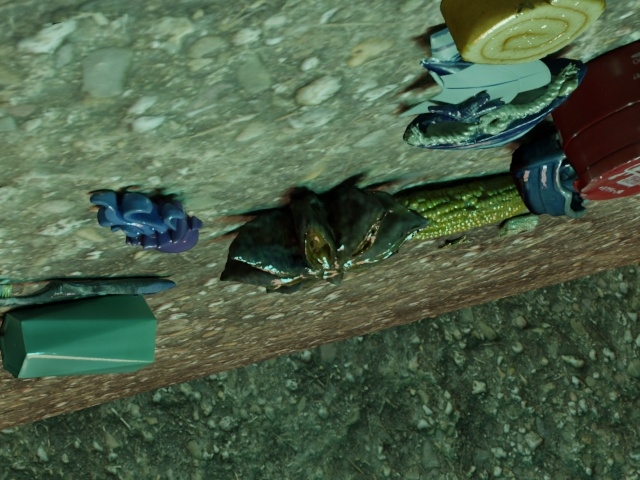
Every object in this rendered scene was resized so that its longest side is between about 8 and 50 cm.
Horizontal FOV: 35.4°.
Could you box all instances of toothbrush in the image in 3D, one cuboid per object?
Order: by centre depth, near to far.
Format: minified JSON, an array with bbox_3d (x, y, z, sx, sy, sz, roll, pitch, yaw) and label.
[{"bbox_3d":[-0.370,0.075,1.556,0.035,0.042,0.413,20,-169,33],"label":"toothbrush"}]

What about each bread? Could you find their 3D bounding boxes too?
[{"bbox_3d":[0.184,-0.217,0.904,0.149,0.073,0.122,-7,160,-45],"label":"bread"},{"bbox_3d":[0.416,-0.029,2.122,0.070,0.035,0.083,-12,170,-15],"label":"bread"}]

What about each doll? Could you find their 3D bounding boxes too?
[{"bbox_3d":[-0.215,-0.024,1.258,0.110,0.067,0.206,-6,161,23],"label":"doll"}]

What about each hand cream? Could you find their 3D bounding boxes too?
[{"bbox_3d":[0.418,-0.156,1.290,0.230,0.149,0.230,-13,168,-3],"label":"hand cream"}]

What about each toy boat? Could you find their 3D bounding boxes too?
[{"bbox_3d":[0.162,-0.162,1.130,0.210,0.070,0.292,-31,158,37],"label":"toy boat"},{"bbox_3d":[0.380,-0.101,1.525,0.143,0.129,0.309,-9,170,21],"label":"toy boat"}]

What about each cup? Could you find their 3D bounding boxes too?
[{"bbox_3d":[-0.413,0.160,1.696,0.236,0.148,0.134,0,127,-40],"label":"cup"}]

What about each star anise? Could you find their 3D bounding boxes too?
[{"bbox_3d":[-0.002,0.000,1.524,0.332,0.117,0.331,-13,159,-5],"label":"star anise"}]

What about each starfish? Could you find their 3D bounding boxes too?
[{"bbox_3d":[0.283,0.009,2.166,0.086,0.016,0.092,-23,172,20],"label":"starfish"}]

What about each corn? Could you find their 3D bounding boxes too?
[{"bbox_3d":[0.240,-0.058,1.654,0.288,0.086,0.086,-13,168,-26],"label":"corn"}]
